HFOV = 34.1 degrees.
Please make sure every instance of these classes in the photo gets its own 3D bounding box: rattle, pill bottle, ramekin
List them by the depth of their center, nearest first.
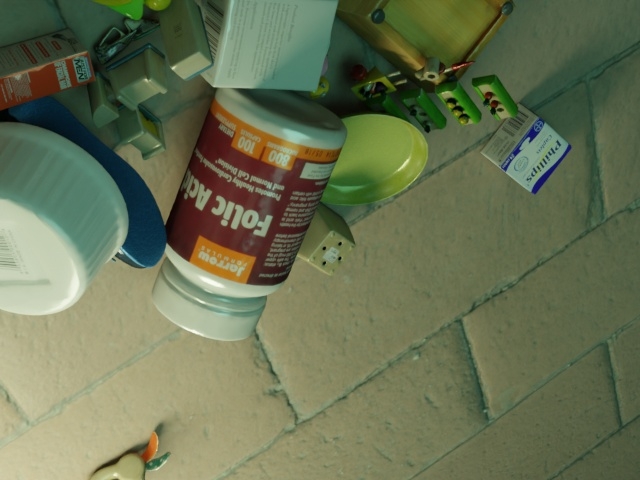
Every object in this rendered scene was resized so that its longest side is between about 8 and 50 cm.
[{"bbox_3d":[-0.429,-0.020,1.499,0.277,0.135,0.277,9,134,9],"label":"ramekin"},{"bbox_3d":[-0.128,-0.049,1.715,0.224,0.224,0.392,8,114,-36],"label":"pill bottle"},{"bbox_3d":[-0.363,0.479,2.024,0.199,0.130,0.143,-57,149,-24],"label":"rattle"}]

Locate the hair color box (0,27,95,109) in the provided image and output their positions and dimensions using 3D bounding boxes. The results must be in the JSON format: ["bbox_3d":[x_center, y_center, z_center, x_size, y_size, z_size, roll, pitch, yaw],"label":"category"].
[{"bbox_3d":[-0.418,-0.242,1.488,0.167,0.093,0.053,-22,130,-18],"label":"hair color box"}]

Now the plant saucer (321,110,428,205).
[{"bbox_3d":[0.069,-0.151,1.848,0.241,0.037,0.241,-7,144,-5],"label":"plant saucer"}]

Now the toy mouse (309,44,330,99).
[{"bbox_3d":[-0.001,-0.300,1.704,0.031,0.161,0.143,2,107,3],"label":"toy mouse"}]

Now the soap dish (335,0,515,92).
[{"bbox_3d":[0.179,-0.399,1.751,0.291,0.118,0.229,33,99,-41],"label":"soap dish"}]

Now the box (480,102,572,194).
[{"bbox_3d":[0.411,-0.181,2.078,0.137,0.072,0.126,29,102,-42],"label":"box"}]

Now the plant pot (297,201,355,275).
[{"bbox_3d":[0.000,0.000,1.916,0.109,0.096,0.109,-51,132,6],"label":"plant pot"}]

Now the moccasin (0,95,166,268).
[{"bbox_3d":[-0.367,-0.091,1.608,0.342,0.117,0.138,56,43,-29],"label":"moccasin"}]

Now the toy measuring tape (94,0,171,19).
[{"bbox_3d":[-0.341,-0.410,1.422,0.330,0.121,0.121,23,106,-31],"label":"toy measuring tape"}]

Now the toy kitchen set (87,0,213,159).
[{"bbox_3d":[-0.235,-0.243,1.583,0.207,0.122,0.166,-25,149,17],"label":"toy kitchen set"}]

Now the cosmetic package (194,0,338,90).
[{"bbox_3d":[-0.098,-0.327,1.597,0.184,0.151,0.151,-2,121,-31],"label":"cosmetic package"}]

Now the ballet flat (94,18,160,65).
[{"bbox_3d":[-0.290,-0.308,1.566,0.114,0.041,0.041,-37,132,-8],"label":"ballet flat"}]

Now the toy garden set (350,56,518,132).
[{"bbox_3d":[0.184,-0.240,1.783,0.204,0.244,0.049,41,51,-49],"label":"toy garden set"}]
